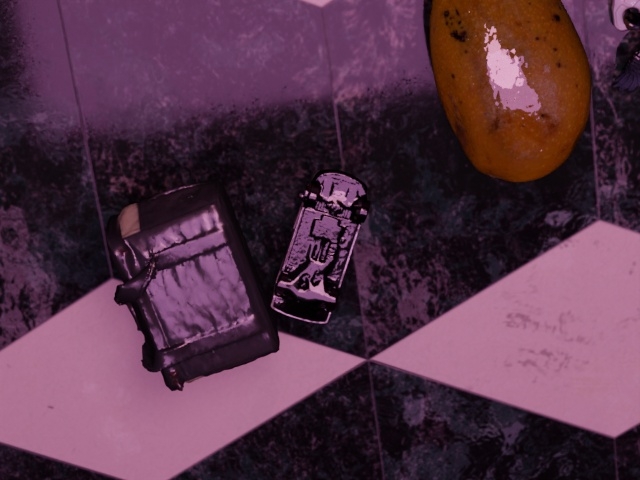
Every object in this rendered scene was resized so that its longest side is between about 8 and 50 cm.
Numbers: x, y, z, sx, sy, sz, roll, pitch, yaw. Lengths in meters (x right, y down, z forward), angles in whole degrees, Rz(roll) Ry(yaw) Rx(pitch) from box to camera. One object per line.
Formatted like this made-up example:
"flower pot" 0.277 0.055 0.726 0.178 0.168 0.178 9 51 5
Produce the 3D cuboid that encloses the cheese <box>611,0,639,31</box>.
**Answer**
"cheese" 0.390 -0.385 1.799 0.163 0.071 0.249 -31 121 11

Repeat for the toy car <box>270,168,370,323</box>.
"toy car" 0.000 0.000 1.932 0.089 0.108 0.209 17 105 -4

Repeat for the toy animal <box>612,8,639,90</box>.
"toy animal" 0.433 -0.267 1.834 0.108 0.062 0.220 2 136 -20

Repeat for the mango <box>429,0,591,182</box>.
"mango" 0.229 -0.234 1.813 0.176 0.176 0.329 -33 114 -35

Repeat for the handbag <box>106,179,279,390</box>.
"handbag" -0.173 0.057 1.915 0.181 0.181 0.254 -20 108 0
